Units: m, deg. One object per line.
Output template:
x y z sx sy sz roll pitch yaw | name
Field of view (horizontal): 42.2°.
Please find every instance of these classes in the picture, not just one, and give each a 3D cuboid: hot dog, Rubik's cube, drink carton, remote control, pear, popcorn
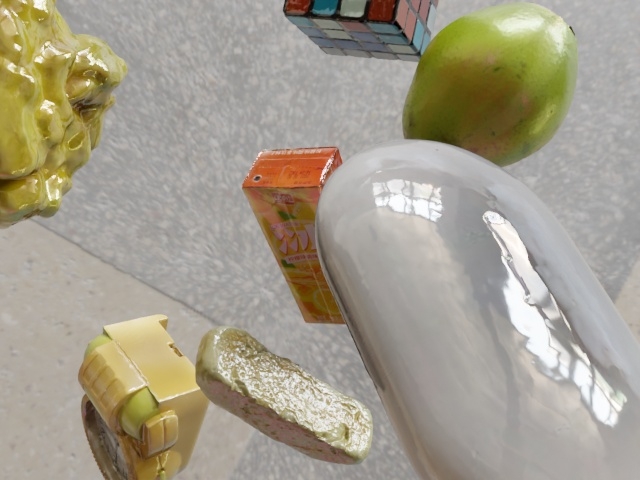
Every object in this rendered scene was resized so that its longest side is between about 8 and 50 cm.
-0.047 0.187 0.968 0.242 0.073 0.084 33 48 -21 | hot dog
0.062 -0.330 1.065 0.154 0.151 0.155 12 87 23 | Rubik's cube
0.000 0.000 0.939 0.096 0.223 0.071 0 45 25 | drink carton
0.119 0.060 0.563 0.221 0.103 0.332 -1 55 -35 | remote control
0.201 -0.175 1.004 0.187 0.187 0.220 43 86 0 | pear
-0.250 -0.124 0.646 0.203 0.200 0.226 0 50 -30 | popcorn

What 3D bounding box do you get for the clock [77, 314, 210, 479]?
-0.336 0.332 1.550 0.200 0.244 0.317 -15 132 -34 | clock
